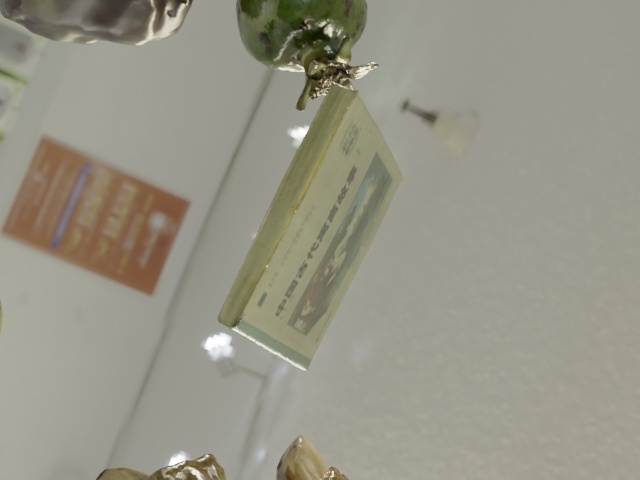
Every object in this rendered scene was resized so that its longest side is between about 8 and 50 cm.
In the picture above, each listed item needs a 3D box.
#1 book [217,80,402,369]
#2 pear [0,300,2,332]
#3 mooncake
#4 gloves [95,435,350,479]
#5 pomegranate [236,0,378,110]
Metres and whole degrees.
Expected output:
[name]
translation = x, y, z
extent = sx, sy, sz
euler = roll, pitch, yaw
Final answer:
[book]
translation = 0.000, 0.000, 1.272
extent = 0.214, 0.025, 0.283
euler = -64, 165, -4
[pear]
translation = -0.387, 0.070, 1.413
extent = 0.167, 0.167, 0.136
euler = -39, -140, 53
[mooncake]
translation = -0.200, -0.403, 1.593
extent = 0.350, 0.212, 0.381
euler = -101, -150, -53
[gloves]
translation = -0.003, 0.260, 0.911
extent = 0.203, 0.356, 0.155
euler = -49, 170, -6
[pomegranate]
translation = -0.010, -0.234, 1.597
extent = 0.169, 0.148, 0.148
euler = 48, -62, 31
